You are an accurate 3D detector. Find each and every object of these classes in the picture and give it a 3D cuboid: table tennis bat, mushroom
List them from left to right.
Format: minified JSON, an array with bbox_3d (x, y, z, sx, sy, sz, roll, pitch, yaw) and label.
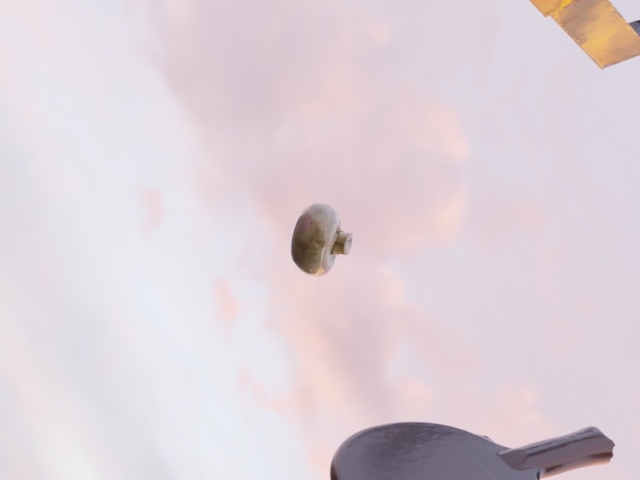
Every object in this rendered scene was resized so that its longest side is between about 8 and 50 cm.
[{"bbox_3d":[0.000,0.000,1.347,0.067,0.084,0.084,12,-42,12],"label":"mushroom"},{"bbox_3d":[0.091,0.075,0.592,0.107,0.169,0.119,38,-54,47],"label":"table tennis bat"}]

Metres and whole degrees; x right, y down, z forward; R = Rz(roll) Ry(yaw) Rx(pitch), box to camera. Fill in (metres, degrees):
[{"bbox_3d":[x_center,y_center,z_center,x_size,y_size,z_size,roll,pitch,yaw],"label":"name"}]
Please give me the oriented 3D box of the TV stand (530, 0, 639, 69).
[{"bbox_3d":[0.192,-0.204,0.943,0.049,0.256,0.040,-19,-117,30],"label":"TV stand"}]
